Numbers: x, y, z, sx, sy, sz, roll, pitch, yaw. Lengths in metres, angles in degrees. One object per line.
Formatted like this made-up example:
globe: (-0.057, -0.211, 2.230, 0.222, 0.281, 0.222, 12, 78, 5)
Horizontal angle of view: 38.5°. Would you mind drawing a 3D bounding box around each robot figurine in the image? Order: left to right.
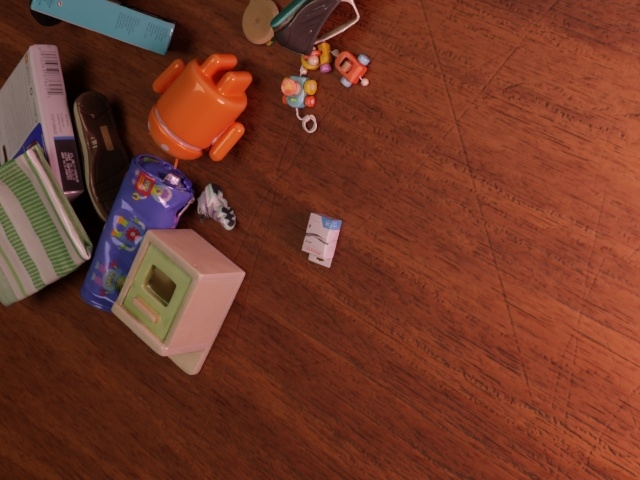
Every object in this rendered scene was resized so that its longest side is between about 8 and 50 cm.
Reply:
robot figurine: (-0.215, -0.228, 1.603, 0.219, 0.158, 0.128, -44, 29, 26)

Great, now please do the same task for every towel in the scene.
towel: (-0.586, -0.020, 1.773, 0.324, 0.038, 0.248, -23, 98, 37)

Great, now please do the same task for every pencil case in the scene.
pencil case: (-0.335, -0.006, 1.694, 0.133, 0.119, 0.306, 26, 106, -1)

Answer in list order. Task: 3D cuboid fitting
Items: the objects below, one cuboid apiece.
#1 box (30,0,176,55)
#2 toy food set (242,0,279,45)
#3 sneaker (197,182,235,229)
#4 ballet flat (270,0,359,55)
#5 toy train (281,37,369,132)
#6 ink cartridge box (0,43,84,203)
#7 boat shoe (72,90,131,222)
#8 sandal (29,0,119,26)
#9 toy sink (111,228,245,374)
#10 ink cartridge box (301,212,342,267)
box: (-0.385, -0.404, 1.647, 0.244, 0.100, 0.060, 17, 104, -12)
toy food set: (-0.104, -0.380, 1.589, 0.083, 0.020, 0.083, 36, 110, 27)
sneaker: (-0.194, -0.047, 1.649, 0.069, 0.038, 0.098, -40, 60, 29)
ballet flat: (0.043, -0.402, 1.445, 0.096, 0.095, 0.280, 41, 110, -20)
toy train: (-0.002, -0.263, 1.509, 0.166, 0.046, 0.125, -46, 67, 25)
ink cartridge box: (-0.580, -0.194, 1.863, 0.307, 0.072, 0.304, -25, 77, 56)
boat shoe: (-0.426, -0.155, 1.780, 0.095, 0.095, 0.258, -16, 82, 56)
sandal: (-0.386, -0.528, 1.698, 0.445, 0.167, 0.107, -37, 89, 29)
toy sink: (-0.268, 0.116, 1.643, 0.152, 0.131, 0.234, 37, 111, 28)
ink cartridge box: (0.000, 0.000, 1.523, 0.048, 0.028, 0.083, 20, 102, 32)
